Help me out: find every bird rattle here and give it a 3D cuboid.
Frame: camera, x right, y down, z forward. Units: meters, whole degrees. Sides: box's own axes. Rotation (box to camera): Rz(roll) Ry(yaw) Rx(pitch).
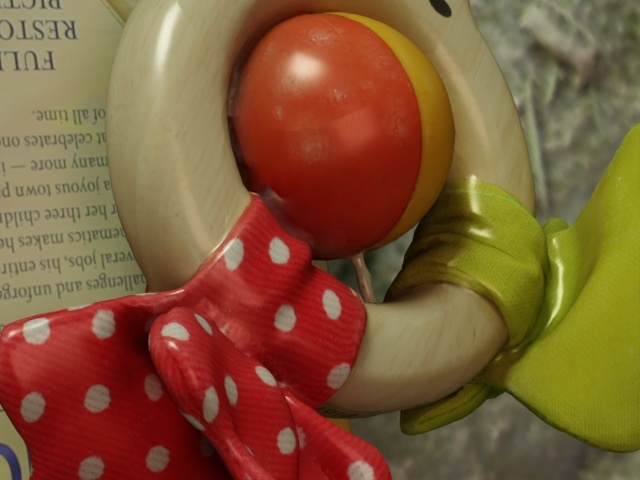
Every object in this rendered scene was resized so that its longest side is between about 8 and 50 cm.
[{"bbox_3d":[0.000,0.000,0.639,0.253,0.143,0.207,-11,79,-33],"label":"bird rattle"}]

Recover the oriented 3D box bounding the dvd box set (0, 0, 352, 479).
[{"bbox_3d":[-0.131,-0.055,0.614,0.307,0.062,0.420,-7,88,-44],"label":"dvd box set"}]
